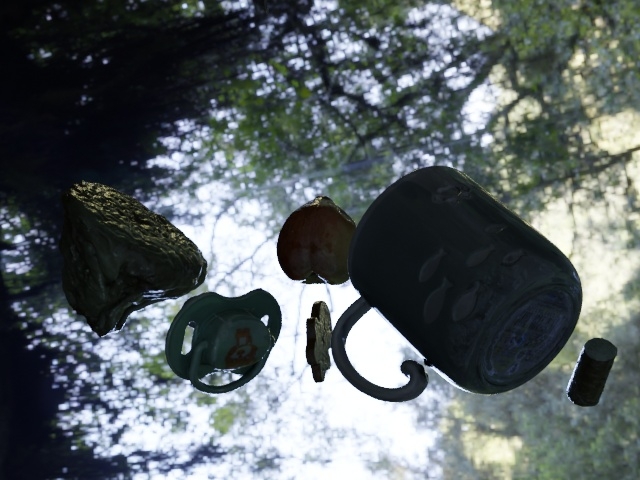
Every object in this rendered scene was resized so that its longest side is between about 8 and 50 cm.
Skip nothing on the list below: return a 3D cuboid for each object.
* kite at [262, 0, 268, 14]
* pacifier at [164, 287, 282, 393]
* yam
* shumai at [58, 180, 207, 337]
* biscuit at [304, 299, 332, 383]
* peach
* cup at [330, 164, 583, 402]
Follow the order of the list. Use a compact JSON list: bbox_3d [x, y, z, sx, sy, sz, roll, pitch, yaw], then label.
[{"bbox_3d":[-0.117,-0.530,1.519,0.229,0.012,0.250,20,-123,-56],"label":"kite"},{"bbox_3d":[-0.270,0.235,2.119,0.343,0.269,0.288,3,-73,-38],"label":"pacifier"},{"bbox_3d":[0.415,0.205,1.263,0.132,0.054,0.054,90,-169,-45],"label":"yam"},{"bbox_3d":[-0.417,0.062,1.623,0.309,0.263,0.304,41,-166,18],"label":"shumai"},{"bbox_3d":[-0.005,0.257,2.150,0.236,0.039,0.180,-75,-27,-52],"label":"biscuit"},{"bbox_3d":[0.000,0.000,2.051,0.232,0.232,0.233,36,-132,-57],"label":"peach"},{"bbox_3d":[0.181,0.098,1.211,0.274,0.356,0.259,44,176,45],"label":"cup"}]
